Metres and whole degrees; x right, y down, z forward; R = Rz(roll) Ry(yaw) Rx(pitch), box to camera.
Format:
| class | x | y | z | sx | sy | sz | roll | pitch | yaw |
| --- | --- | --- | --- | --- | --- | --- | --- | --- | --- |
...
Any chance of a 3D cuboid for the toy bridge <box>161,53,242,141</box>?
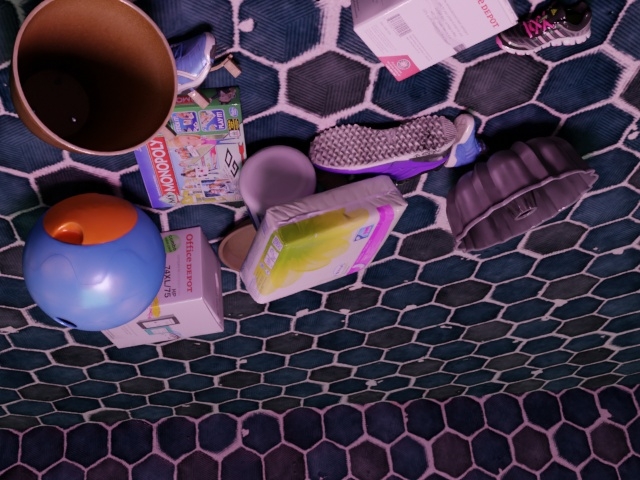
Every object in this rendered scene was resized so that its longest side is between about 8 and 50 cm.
| class | x | y | z | sx | sy | sz | roll | pitch | yaw |
| --- | --- | --- | --- | --- | --- | --- | --- | --- | --- |
| toy bridge | -0.220 | -0.258 | 1.320 | 0.188 | 0.026 | 0.063 | -41 | 109 | 15 |

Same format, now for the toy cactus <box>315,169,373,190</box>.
| class | x | y | z | sx | sy | sz | roll | pitch | yaw |
| --- | --- | --- | --- | --- | --- | --- | --- | --- | --- |
| toy cactus | 0.058 | -0.094 | 1.657 | 0.219 | 0.112 | 0.180 | -21 | 139 | 39 |

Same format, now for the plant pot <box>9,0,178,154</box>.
| class | x | y | z | sx | sy | sz | roll | pitch | yaw |
| --- | --- | --- | --- | --- | --- | --- | --- | --- | --- |
| plant pot | -0.383 | -0.233 | 1.184 | 0.237 | 0.237 | 0.254 | 15 | 169 | -33 |

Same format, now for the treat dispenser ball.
| class | x | y | z | sx | sy | sz | roll | pitch | yaw |
| --- | --- | --- | --- | --- | --- | --- | --- | --- | --- |
| treat dispenser ball | -0.468 | 0.045 | 1.583 | 0.288 | 0.288 | 0.288 | -5 | 150 | -3 |

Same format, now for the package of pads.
| class | x | y | z | sx | sy | sz | roll | pitch | yaw |
| --- | --- | --- | --- | --- | --- | --- | --- | --- | --- |
| package of pads | 0.000 | 0.000 | 1.496 | 0.296 | 0.101 | 0.229 | -17 | 154 | -31 |

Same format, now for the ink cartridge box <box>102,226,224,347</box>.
| class | x | y | z | sx | sy | sz | roll | pitch | yaw |
| --- | --- | --- | --- | --- | --- | --- | --- | --- | --- |
| ink cartridge box | -0.386 | 0.114 | 1.815 | 0.270 | 0.198 | 0.197 | -10 | 150 | 4 |

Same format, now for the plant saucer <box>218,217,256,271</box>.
| class | x | y | z | sx | sy | sz | roll | pitch | yaw |
| --- | --- | --- | --- | --- | --- | --- | --- | --- | --- |
| plant saucer | -0.110 | 0.009 | 1.847 | 0.278 | 0.041 | 0.278 | -6 | 151 | -3 |

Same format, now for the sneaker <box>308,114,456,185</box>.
| class | x | y | z | sx | sy | sz | roll | pitch | yaw |
| --- | --- | --- | --- | --- | --- | --- | --- | --- | --- |
| sneaker | 0.124 | -0.160 | 1.535 | 0.293 | 0.102 | 0.146 | -6 | 151 | -1 |

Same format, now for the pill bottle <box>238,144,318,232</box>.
| class | x | y | z | sx | sy | sz | roll | pitch | yaw |
| --- | --- | --- | --- | --- | --- | --- | --- | --- | --- |
| pill bottle | -0.076 | -0.073 | 1.583 | 0.153 | 0.153 | 0.264 | -7 | 158 | 1 |

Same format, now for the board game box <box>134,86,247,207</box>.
| class | x | y | z | sx | sy | sz | roll | pitch | yaw |
| --- | --- | --- | --- | --- | --- | --- | --- | --- | --- |
| board game box | -0.252 | -0.174 | 1.491 | 0.213 | 0.046 | 0.317 | -6 | 150 | -4 |

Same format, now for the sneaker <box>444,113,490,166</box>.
| class | x | y | z | sx | sy | sz | roll | pitch | yaw |
| --- | --- | --- | --- | --- | --- | --- | --- | --- | --- |
| sneaker | 0.308 | -0.203 | 1.542 | 0.084 | 0.058 | 0.152 | -3 | 147 | -11 |

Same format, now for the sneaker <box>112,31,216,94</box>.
| class | x | y | z | sx | sy | sz | roll | pitch | yaw |
| --- | --- | --- | --- | --- | --- | --- | --- | --- | --- |
| sneaker | -0.259 | -0.284 | 1.262 | 0.211 | 0.080 | 0.081 | -26 | 145 | 29 |

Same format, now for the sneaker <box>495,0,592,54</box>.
| class | x | y | z | sx | sy | sz | roll | pitch | yaw |
| --- | --- | --- | --- | --- | --- | --- | --- | --- | --- |
| sneaker | 0.379 | -0.363 | 1.274 | 0.170 | 0.063 | 0.075 | -10 | 151 | -5 |

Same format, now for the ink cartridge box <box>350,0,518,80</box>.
| class | x | y | z | sx | sy | sz | roll | pitch | yaw |
| --- | --- | --- | --- | --- | --- | --- | --- | --- | --- |
| ink cartridge box | 0.178 | -0.368 | 1.193 | 0.218 | 0.092 | 0.158 | -20 | 148 | 26 |

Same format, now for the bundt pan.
| class | x | y | z | sx | sy | sz | roll | pitch | yaw |
| --- | --- | --- | --- | --- | --- | --- | --- | --- | --- |
| bundt pan | 0.406 | -0.107 | 1.605 | 0.331 | 0.124 | 0.331 | -23 | 162 | -8 |
